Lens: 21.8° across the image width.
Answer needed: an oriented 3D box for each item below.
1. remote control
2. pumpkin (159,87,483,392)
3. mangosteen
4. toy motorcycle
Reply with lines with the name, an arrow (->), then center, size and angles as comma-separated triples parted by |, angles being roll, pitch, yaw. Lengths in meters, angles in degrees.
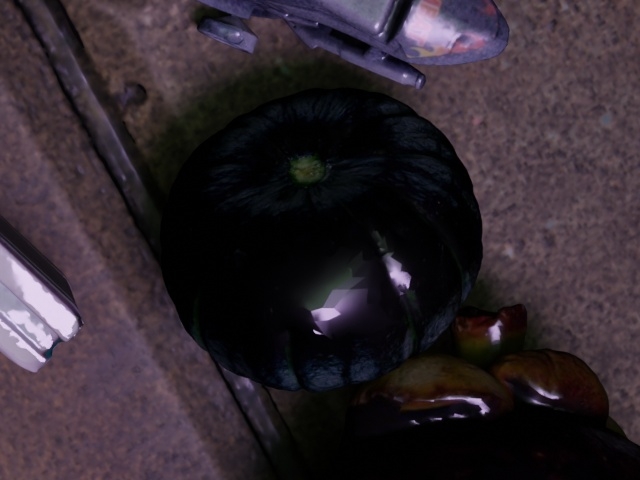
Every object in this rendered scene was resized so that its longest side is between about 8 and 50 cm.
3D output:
remote control -> -0.257, -0.037, 0.976 | 0.055, 0.103, 0.277 | -46, 106, -2
pumpkin -> 0.000, 0.000, 1.006 | 0.202, 0.202, 0.140 | -21, 138, -10
mangosteen -> 0.107, 0.185, 1.030 | 0.287, 0.233, 0.288 | -3, 99, -19
toy motorcycle -> -0.045, -0.173, 0.972 | 0.307, 0.173, 0.108 | 21, 92, -14
